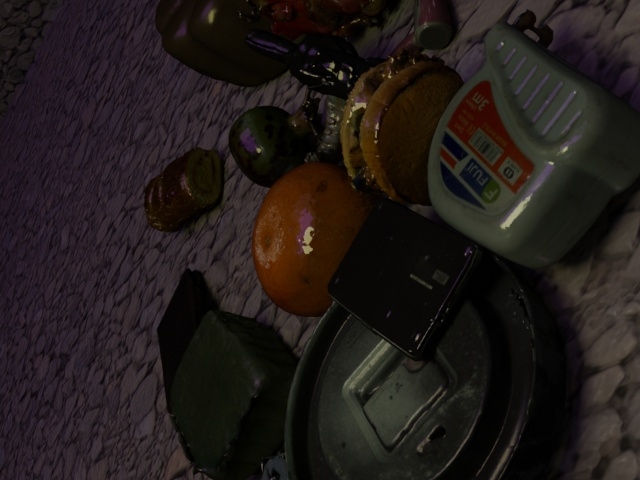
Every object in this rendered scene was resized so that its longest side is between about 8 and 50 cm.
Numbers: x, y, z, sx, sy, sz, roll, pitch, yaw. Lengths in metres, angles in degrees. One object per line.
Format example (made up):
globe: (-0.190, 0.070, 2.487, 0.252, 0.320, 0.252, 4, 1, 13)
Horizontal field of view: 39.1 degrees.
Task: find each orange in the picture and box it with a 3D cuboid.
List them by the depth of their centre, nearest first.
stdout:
orange: (0.000, 0.000, 1.283, 0.224, 0.170, 0.224, -19, 68, 59)

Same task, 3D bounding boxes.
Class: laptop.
laptop: (0.095, 0.041, 1.092, 0.154, 0.026, 0.207, -58, 35, 2)

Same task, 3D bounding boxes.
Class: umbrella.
umbrella: (0.027, -0.242, 1.309, 0.340, 0.118, 0.118, 26, 99, 28)

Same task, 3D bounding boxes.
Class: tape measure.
tape measure: (0.237, -0.104, 1.018, 0.246, 0.125, 0.243, -56, 33, 19)
tape measure: (-0.052, 0.352, 1.309, 0.094, 0.054, 0.091, -2, 80, 58)

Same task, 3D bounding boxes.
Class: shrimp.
shrimp: (0.012, -0.176, 1.368, 0.166, 0.049, 0.161, -51, -27, -53)

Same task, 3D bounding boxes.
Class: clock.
clock: (0.112, 0.183, 1.062, 0.386, 0.076, 0.386, -30, 45, 36)

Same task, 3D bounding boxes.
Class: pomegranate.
pomegranate: (-0.066, -0.164, 1.501, 0.169, 0.148, 0.148, -17, 54, 9)

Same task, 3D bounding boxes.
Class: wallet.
wallet: (-0.251, 0.172, 1.645, 0.165, 0.042, 0.309, -63, 20, 14)

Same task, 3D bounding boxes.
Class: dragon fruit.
dragon fruit: (0.012, -0.461, 1.398, 0.291, 0.269, 0.250, -30, 62, 51)

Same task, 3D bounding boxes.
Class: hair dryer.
hair dryer: (0.132, -0.302, 1.335, 0.154, 0.054, 0.106, -46, 37, 42)

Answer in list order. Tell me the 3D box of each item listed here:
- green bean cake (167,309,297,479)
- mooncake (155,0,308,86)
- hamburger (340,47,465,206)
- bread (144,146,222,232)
green bean cake: (-0.135, 0.249, 1.417, 0.222, 0.125, 0.227, -61, 37, 15)
mooncake: (-0.156, -0.489, 1.704, 0.378, 0.200, 0.378, -28, 54, 47)
hamburger: (0.108, -0.147, 1.133, 0.118, 0.182, 0.191, 25, 132, 46)
bread: (-0.276, -0.099, 1.796, 0.172, 0.103, 0.132, -28, 57, 45)
